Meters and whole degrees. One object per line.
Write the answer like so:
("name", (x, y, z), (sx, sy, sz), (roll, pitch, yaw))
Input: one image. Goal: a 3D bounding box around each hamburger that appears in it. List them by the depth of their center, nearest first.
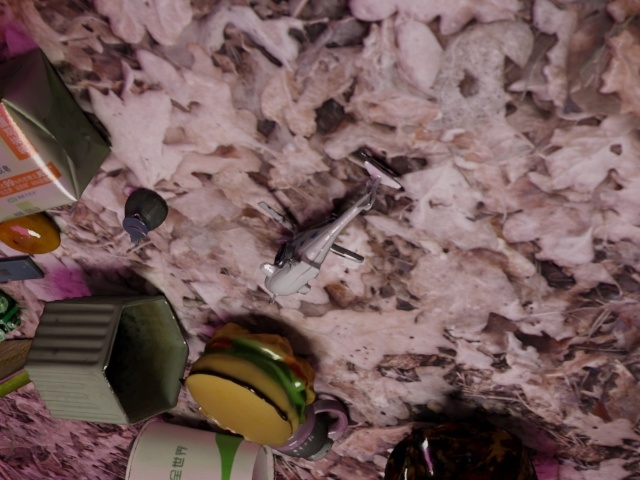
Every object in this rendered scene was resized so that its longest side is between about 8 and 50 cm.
("hamburger", (-0.110, 0.244, 1.380), (0.237, 0.149, 0.237), (20, 142, 16))

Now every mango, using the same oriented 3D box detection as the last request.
("mango", (-0.496, -0.018, 1.335), (0.114, 0.060, 0.080), (40, 122, -18))

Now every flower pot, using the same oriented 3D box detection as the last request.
("flower pot", (-0.373, 0.205, 1.395), (0.189, 0.209, 0.239), (-3, 123, 26))

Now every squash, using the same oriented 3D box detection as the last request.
("squash", (-0.613, 0.242, 1.699), (0.252, 0.169, 0.093), (-29, 128, 4))

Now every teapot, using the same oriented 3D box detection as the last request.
("teapot", (-0.279, -0.031, 1.226), (0.066, 0.057, 0.088), (22, 139, 1))
("teapot", (-0.027, 0.354, 1.513), (0.116, 0.148, 0.146), (34, 169, 46))

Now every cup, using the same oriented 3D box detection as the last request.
("cup", (-0.250, 0.512, 1.676), (0.273, 0.253, 0.253), (0, 135, 12))

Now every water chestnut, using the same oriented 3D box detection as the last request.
("water chestnut", (0.232, 0.436, 1.347), (0.288, 0.289, 0.244), (3, 165, 21))

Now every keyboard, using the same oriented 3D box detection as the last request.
("keyboard", (-0.605, 0.057, 1.499), (0.176, 0.014, 0.055), (-5, 133, 28))

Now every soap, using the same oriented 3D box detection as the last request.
("soap", (-0.436, -0.139, 1.104), (0.199, 0.138, 0.182), (-12, 128, 23))

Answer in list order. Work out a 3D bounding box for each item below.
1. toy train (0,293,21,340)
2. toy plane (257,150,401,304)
("toy train", (-0.686, 0.147, 1.594), (0.178, 0.071, 0.105), (-3, 123, 28))
("toy plane", (0.010, 0.005, 1.104), (0.273, 0.107, 0.182), (-21, 129, 34))
